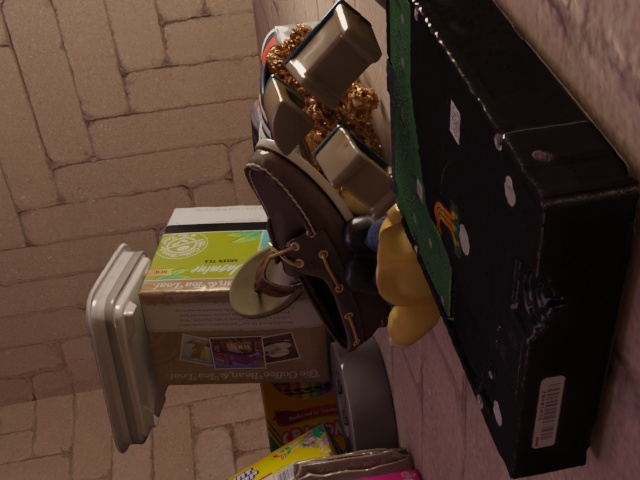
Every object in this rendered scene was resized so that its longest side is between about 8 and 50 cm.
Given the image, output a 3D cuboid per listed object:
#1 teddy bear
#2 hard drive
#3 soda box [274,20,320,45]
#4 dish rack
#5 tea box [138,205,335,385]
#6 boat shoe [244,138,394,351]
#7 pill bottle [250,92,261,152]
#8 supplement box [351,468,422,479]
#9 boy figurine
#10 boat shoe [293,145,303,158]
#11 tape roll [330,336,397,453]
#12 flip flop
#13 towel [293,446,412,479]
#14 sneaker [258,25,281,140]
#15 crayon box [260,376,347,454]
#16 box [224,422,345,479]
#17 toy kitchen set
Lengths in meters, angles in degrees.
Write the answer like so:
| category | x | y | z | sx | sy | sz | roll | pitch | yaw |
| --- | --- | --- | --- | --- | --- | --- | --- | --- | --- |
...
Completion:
| category | x | y | z | sx | sy | sz | roll | pitch | yaw |
| --- | --- | --- | --- | --- | --- | --- | --- | --- | --- |
| teddy bear | 0.032 | -0.136 | 1.206 | 0.245 | 0.113 | 0.338 | 77 | 171 | -45 |
| hard drive | 0.116 | -0.036 | 0.646 | 0.339 | 0.064 | 0.236 | -108 | 10 | -51 |
| soda box | -0.019 | -0.229 | 1.467 | 0.286 | 0.098 | 0.091 | 90 | 169 | -61 |
| dish rack | -0.339 | 0.196 | 1.672 | 0.285 | 0.072 | 0.332 | -83 | -11 | -66 |
| tea box | -0.139 | 0.097 | 1.716 | 0.323 | 0.329 | 0.219 | -85 | -9 | -59 |
| boat shoe | -0.007 | 0.014 | 1.128 | 0.117 | 0.096 | 0.324 | 23 | 154 | 49 |
| pill bottle | -0.082 | -0.231 | 1.901 | 0.245 | 0.131 | 0.130 | 90 | 169 | -60 |
| supplement box | 0.107 | 0.453 | 1.260 | 0.111 | 0.114 | 0.220 | -119 | 19 | -76 |
| boy figurine | 0.083 | 0.030 | 0.933 | 0.285 | 0.092 | 0.177 | -140 | 49 | -84 |
| boat shoe | 0.003 | 0.001 | 1.340 | 0.320 | 0.118 | 0.103 | 64 | 150 | 20 |
| tape roll | 0.071 | 0.275 | 1.520 | 0.219 | 0.072 | 0.219 | 170 | 90 | -84 |
| flip flop | -0.048 | 0.046 | 1.447 | 0.080 | 0.277 | 0.112 | 2 | -111 | -56 |
| towel | 0.061 | 0.453 | 1.350 | 0.049 | 0.187 | 0.282 | -107 | 8 | -78 |
| sneaker | -0.057 | -0.221 | 1.675 | 0.148 | 0.131 | 0.349 | -104 | 6 | -74 |
| crayon box | -0.020 | 0.317 | 1.824 | 0.081 | 0.202 | 0.318 | -123 | 24 | -75 |
| box | -0.039 | 0.521 | 1.505 | 0.279 | 0.290 | 0.177 | 59 | -178 | -21 |
| toy kitchen set | 0.058 | -0.156 | 0.847 | 0.166 | 0.207 | 0.122 | 35 | -161 | -29 |
